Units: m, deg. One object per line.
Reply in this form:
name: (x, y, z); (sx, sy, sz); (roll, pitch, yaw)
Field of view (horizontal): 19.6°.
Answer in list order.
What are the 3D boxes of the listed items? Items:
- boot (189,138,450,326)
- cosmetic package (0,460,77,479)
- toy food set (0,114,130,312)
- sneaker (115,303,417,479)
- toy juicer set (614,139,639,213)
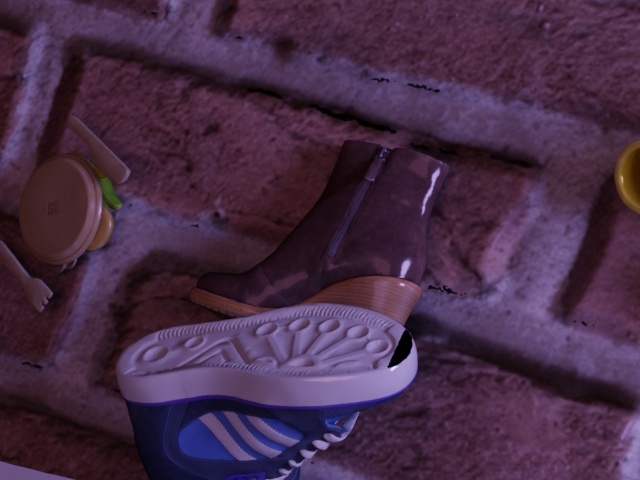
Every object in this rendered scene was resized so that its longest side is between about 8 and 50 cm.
boot: (0.000, 0.000, 1.863); (0.248, 0.090, 0.206); (9, 76, 29)
cosmetic package: (-0.176, 0.456, 1.651); (0.329, 0.327, 0.393); (6, 64, 36)
toy food set: (-0.276, -0.030, 2.026); (0.132, 0.038, 0.192); (46, 110, 32)
sneaker: (-0.029, 0.195, 1.798); (0.323, 0.130, 0.236); (-5, 121, 26)
toy juicer set: (0.406, -0.039, 1.578); (0.329, 0.089, 0.209); (-29, 76, 45)
